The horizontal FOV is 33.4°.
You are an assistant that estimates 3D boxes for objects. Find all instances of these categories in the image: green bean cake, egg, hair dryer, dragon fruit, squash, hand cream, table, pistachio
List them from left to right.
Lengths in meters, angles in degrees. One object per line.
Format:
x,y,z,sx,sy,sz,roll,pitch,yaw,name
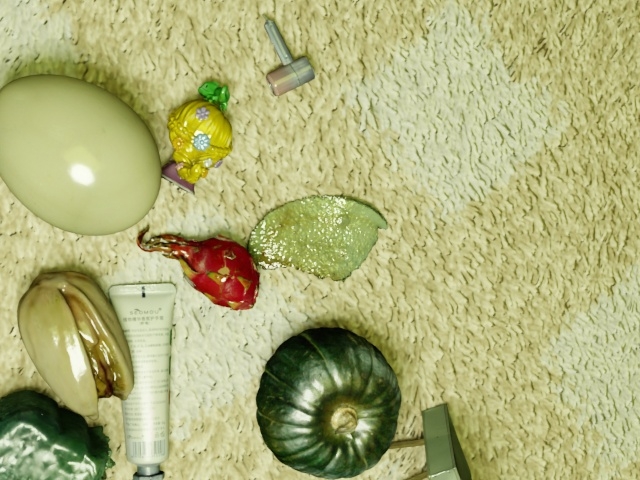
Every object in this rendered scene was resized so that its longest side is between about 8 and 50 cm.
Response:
-0.368,0.392,1.424,0.307,0.169,0.300,37,88,-15,green bean cake
-0.317,-0.111,1.375,0.241,0.186,0.186,37,86,-4,egg
-0.328,0.138,1.427,0.129,0.131,0.206,-27,96,-32,pistachio
-0.245,0.199,1.494,0.095,0.059,0.276,-1,92,-9,hand cream
-0.163,0.026,1.480,0.190,0.094,0.094,31,88,-3,dragon fruit
-0.060,-0.266,1.503,0.063,0.037,0.114,-26,94,-9,hair dryer
0.013,0.230,1.497,0.218,0.172,0.218,-6,99,-45,squash
0.154,0.343,1.517,0.111,0.240,0.122,-19,99,7,table

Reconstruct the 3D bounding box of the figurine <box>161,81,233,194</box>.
-0.160,-0.142,1.448,0.094,0.115,0.156,31,86,-25,figurine

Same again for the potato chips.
0.000,0.000,1.548,0.209,0.026,0.142,-27,98,-12,potato chips
